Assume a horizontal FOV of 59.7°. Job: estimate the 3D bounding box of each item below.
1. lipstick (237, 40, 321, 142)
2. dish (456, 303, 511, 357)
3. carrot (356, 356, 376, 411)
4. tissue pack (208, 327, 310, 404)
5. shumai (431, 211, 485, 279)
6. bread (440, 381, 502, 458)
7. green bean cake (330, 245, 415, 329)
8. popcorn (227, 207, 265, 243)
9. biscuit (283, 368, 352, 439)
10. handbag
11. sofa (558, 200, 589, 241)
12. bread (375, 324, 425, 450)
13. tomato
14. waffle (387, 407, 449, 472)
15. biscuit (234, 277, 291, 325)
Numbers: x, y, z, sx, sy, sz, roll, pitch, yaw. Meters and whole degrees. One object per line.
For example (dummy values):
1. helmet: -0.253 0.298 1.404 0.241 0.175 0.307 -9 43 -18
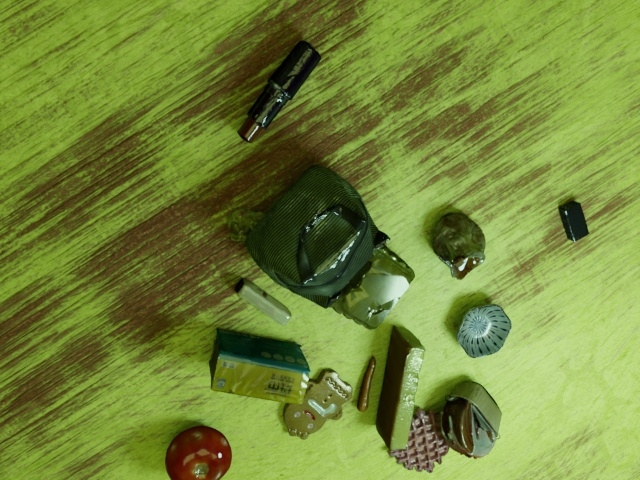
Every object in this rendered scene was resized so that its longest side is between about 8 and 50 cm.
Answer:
1. lipstick: -0.113 -0.384 1.454 0.081 0.081 0.300 38 94 -19
2. dish: 0.509 0.278 1.784 0.190 0.066 0.191 -4 108 -12
3. carrot: 0.148 0.457 1.773 0.037 0.037 0.190 8 102 -14
4. tissue pack: -0.179 0.363 1.595 0.270 0.192 0.134 14 101 -15
5. shumai: 0.426 0.026 1.655 0.161 0.153 0.209 -25 112 3
6. bread: 0.491 0.587 1.805 0.224 0.142 0.212 50 55 -19
7. green bean cake: 0.131 0.119 1.627 0.233 0.124 0.236 34 97 -18
8. popcorn: -0.199 -0.037 1.536 0.109 0.089 0.097 -6 118 -14
9. biscuit: -0.016 0.519 1.756 0.249 0.035 0.184 -41 109 2
10. handbag: 0.000 0.000 1.481 0.341 0.240 0.247 -47 141 -1
11. sofa: 0.801 -0.061 1.765 0.060 0.039 0.118 -27 110 -2
12. bread: 0.246 0.458 1.740 0.077 0.138 0.361 4 105 -15
13. tomato: -0.363 0.644 1.663 0.195 0.136 0.195 -4 107 -14
14. waffle: 0.348 0.668 1.865 0.221 0.055 0.234 32 95 -21
15. biscuit: -0.164 0.180 1.617 0.188 0.056 0.052 37 95 -20
